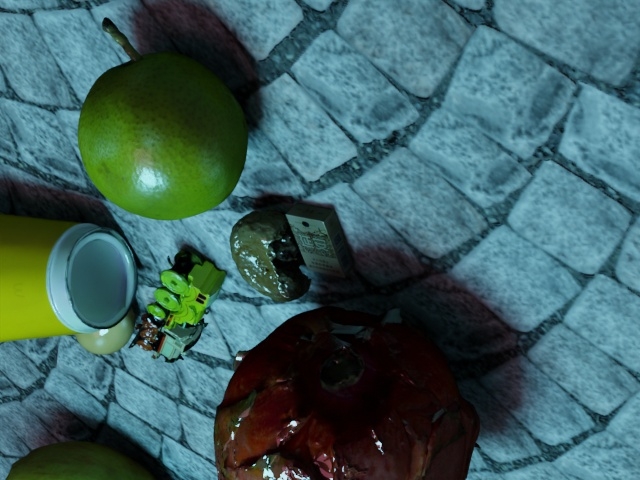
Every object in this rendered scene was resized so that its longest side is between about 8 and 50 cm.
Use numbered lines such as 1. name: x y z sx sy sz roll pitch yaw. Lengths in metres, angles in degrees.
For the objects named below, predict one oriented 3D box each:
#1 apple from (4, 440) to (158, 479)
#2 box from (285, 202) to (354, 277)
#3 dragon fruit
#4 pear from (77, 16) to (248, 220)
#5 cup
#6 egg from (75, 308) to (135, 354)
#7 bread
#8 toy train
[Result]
1. apple: -0.377 0.479 2.198 0.340 0.339 0.339 26 144 20
2. box: 0.000 0.000 1.528 0.053 0.024 0.083 10 138 37
3. dragon fruit: 0.023 0.221 1.522 0.296 0.295 0.301 29 149 16
4. pear: -0.166 -0.129 1.436 0.180 0.166 0.216 4 112 59
5. cup: -0.384 0.050 1.831 0.280 0.196 0.196 0 131 35
6. egg: -0.288 0.111 1.894 0.080 0.080 0.096 48 133 -12
7. bread: -0.057 0.012 1.565 0.082 0.060 0.113 13 137 34
8. toy train: -0.185 0.094 1.796 0.085 0.053 0.249 33 147 0
